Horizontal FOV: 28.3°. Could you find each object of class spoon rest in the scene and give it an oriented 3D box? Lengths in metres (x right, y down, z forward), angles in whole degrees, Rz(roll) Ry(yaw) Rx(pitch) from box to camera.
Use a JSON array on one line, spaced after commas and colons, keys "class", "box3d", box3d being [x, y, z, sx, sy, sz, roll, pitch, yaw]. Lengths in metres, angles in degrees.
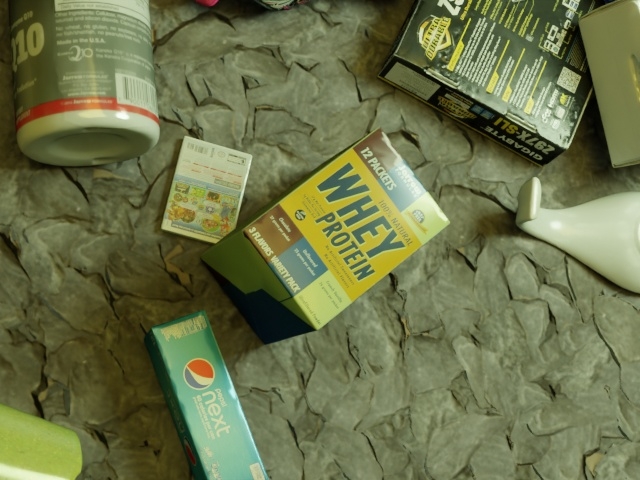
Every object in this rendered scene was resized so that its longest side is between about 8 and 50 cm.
[{"class": "spoon rest", "box3d": [0.360, -0.015, 1.633, 0.276, 0.084, 0.137, 16, 73, -25]}]

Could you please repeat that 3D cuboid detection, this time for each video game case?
[{"class": "video game case", "box3d": [-0.137, -0.058, 1.532, 0.087, 0.011, 0.122, 16, 72, -12]}]

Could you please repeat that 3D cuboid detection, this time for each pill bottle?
[{"class": "pill bottle", "box3d": [-0.276, -0.241, 1.462, 0.161, 0.161, 0.283, -3, 76, -16]}]

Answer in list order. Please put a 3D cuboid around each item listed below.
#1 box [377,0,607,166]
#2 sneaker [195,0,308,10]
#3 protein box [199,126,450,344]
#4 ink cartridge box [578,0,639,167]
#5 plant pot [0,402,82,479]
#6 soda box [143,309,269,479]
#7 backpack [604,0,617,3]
[{"class": "box", "box3d": [0.256, -0.296, 1.668, 0.257, 0.079, 0.322, 27, 70, -6]}, {"class": "sneaker", "box3d": [-0.024, -0.339, 1.594, 0.299, 0.121, 0.112, 4, 104, -15]}, {"class": "protein box", "box3d": [0.000, 0.000, 1.448, 0.201, 0.200, 0.136, -38, 95, -21]}, {"class": "ink cartridge box", "box3d": [0.491, -0.223, 1.646, 0.283, 0.117, 0.207, -13, 90, -31]}, {"class": "plant pot", "box3d": [-0.386, 0.252, 1.268, 0.254, 0.276, 0.276, 17, 72, -22]}, {"class": "soda box", "box3d": [-0.131, 0.190, 1.436, 0.067, 0.071, 0.210, -18, 81, -20]}, {"class": "backpack", "box3d": [0.406, -0.364, 1.623, 0.098, 0.120, 0.101, -15, 80, -20]}]
